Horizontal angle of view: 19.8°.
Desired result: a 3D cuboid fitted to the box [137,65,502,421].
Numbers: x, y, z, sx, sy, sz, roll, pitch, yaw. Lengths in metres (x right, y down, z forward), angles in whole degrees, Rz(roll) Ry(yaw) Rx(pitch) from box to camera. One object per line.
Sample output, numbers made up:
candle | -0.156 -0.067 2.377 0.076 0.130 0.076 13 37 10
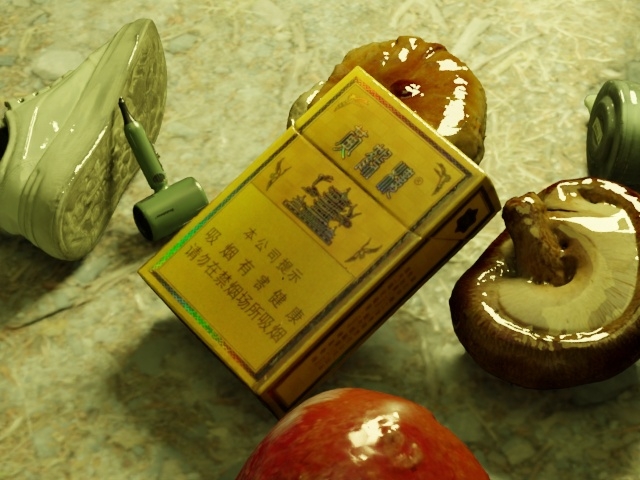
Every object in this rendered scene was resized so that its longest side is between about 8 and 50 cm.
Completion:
box | 0.000 0.000 1.763 0.301 0.084 0.193 -43 61 -7

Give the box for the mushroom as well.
mushroom | 0.236 0.053 1.747 0.231 0.138 0.194 -40 70 -15

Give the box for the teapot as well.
teapot | 0.334 -0.106 1.915 0.108 0.149 0.111 7 85 -10

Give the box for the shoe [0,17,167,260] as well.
shoe | -0.276 -0.113 1.933 0.159 0.124 0.316 4 47 18

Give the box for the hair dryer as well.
hair dryer | -0.176 -0.079 1.885 0.071 0.150 0.047 -28 10 -22

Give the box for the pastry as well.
pastry | 0.076 -0.122 1.927 0.218 0.100 0.229 -37 54 -26

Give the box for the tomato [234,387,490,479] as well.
tomato | 0.030 0.223 1.518 0.309 0.170 0.309 5 24 -2
